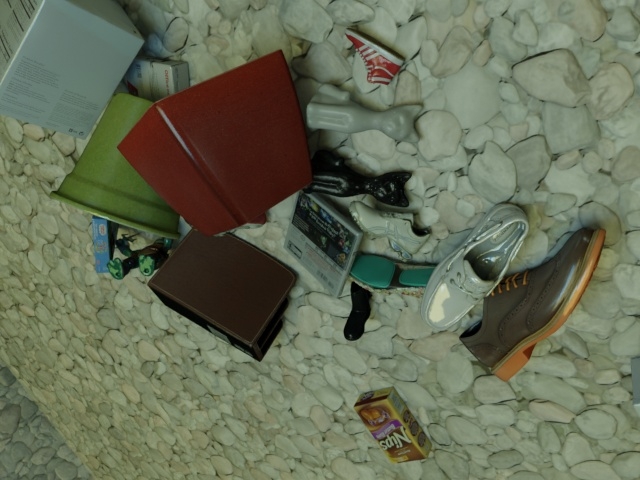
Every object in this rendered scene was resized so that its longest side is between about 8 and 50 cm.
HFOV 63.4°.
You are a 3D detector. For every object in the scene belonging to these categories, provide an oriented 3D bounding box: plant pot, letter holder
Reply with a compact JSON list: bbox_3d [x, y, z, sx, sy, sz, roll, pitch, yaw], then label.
[{"bbox_3d":[-0.396,-0.167,1.121,0.276,0.276,0.253,19,89,20],"label":"plant pot"},{"bbox_3d":[-0.172,-0.156,0.965,0.267,0.267,0.235,-11,111,56],"label":"plant pot"},{"bbox_3d":[-0.225,0.120,1.281,0.302,0.214,0.152,27,157,14],"label":"letter holder"}]

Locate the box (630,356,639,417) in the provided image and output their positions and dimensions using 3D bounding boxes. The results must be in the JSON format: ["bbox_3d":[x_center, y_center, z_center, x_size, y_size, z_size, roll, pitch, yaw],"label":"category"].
[{"bbox_3d":[0.618,0.299,0.890,0.091,0.130,0.170,-26,100,36],"label":"box"}]

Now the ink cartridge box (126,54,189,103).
[{"bbox_3d":[-0.358,-0.349,1.144,0.135,0.056,0.099,17,123,22],"label":"ink cartridge box"}]

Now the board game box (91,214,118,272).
[{"bbox_3d":[-0.554,-0.043,1.341,0.039,0.211,0.160,0,124,-16],"label":"board game box"}]

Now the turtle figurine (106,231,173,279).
[{"bbox_3d":[-0.439,0.024,1.324,0.175,0.234,0.118,-24,109,11],"label":"turtle figurine"}]

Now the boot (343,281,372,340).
[{"bbox_3d":[0.080,0.145,1.124,0.045,0.121,0.099,9,126,23],"label":"boot"}]

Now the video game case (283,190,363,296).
[{"bbox_3d":[0.000,0.000,1.111,0.190,0.022,0.173,42,132,32],"label":"video game case"}]

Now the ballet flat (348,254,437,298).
[{"bbox_3d":[0.164,0.088,1.071,0.241,0.091,0.077,9,143,30],"label":"ballet flat"}]

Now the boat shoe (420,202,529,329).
[{"bbox_3d":[0.271,0.058,0.928,0.098,0.096,0.277,30,107,0],"label":"boat shoe"}]

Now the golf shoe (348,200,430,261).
[{"bbox_3d":[0.137,-0.038,1.012,0.176,0.069,0.086,33,121,-23],"label":"golf shoe"}]

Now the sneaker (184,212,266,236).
[{"bbox_3d":[-0.225,-0.058,1.222,0.225,0.088,0.092,7,141,25],"label":"sneaker"}]

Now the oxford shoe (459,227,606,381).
[{"bbox_3d":[0.369,0.107,0.935,0.133,0.130,0.363,35,127,17],"label":"oxford shoe"}]

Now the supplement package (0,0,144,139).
[{"bbox_3d":[-0.538,-0.389,1.054,0.262,0.199,0.198,-48,58,20],"label":"supplement package"}]

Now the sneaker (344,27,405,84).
[{"bbox_3d":[0.083,-0.322,0.917,0.118,0.042,0.067,35,124,7],"label":"sneaker"}]

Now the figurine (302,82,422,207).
[{"bbox_3d":[0.080,-0.173,0.981,0.210,0.092,0.214,13,121,14],"label":"figurine"}]

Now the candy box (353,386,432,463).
[{"bbox_3d":[0.178,0.458,1.277,0.109,0.053,0.186,-28,101,36],"label":"candy box"}]
